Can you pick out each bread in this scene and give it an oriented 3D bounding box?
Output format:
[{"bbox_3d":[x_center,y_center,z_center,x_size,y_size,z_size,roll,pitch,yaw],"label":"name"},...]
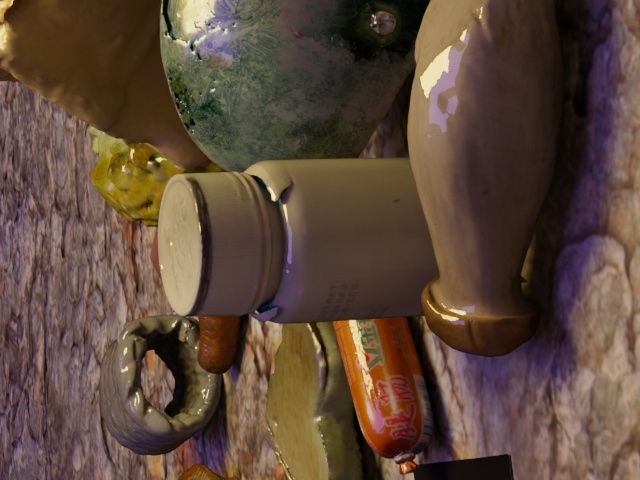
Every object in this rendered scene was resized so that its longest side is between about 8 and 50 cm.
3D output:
[{"bbox_3d":[-0.184,-0.311,1.943,0.371,0.279,0.390,-56,32,12],"label":"bread"},{"bbox_3d":[-0.003,0.180,1.985,0.172,0.064,0.232,155,111,-65],"label":"bread"}]

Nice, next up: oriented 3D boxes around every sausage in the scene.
[{"bbox_3d":[0.054,0.105,1.834,0.071,0.071,0.234,123,137,-54],"label":"sausage"}]

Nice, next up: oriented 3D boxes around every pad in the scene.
[{"bbox_3d":[0.130,0.257,1.764,0.190,0.004,0.127,159,106,-65],"label":"pad"}]

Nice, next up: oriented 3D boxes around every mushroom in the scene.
[{"bbox_3d":[0.130,-0.076,1.578,0.128,0.128,0.350,-142,48,-60],"label":"mushroom"}]

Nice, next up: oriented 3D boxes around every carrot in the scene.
[{"bbox_3d":[-0.112,0.067,2.230,0.060,0.060,0.186,-134,44,-57],"label":"carrot"}]

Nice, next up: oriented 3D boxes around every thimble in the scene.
[{"bbox_3d":[-0.188,0.168,2.329,0.118,0.127,0.151,-39,60,60],"label":"thimble"}]

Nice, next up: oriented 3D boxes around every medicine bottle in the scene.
[{"bbox_3d":[0.000,0.000,1.708,0.143,0.258,0.143,177,90,-67],"label":"medicine bottle"}]

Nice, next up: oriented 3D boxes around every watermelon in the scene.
[{"bbox_3d":[-0.016,-0.196,1.732,0.175,0.188,0.322,20,98,53],"label":"watermelon"}]

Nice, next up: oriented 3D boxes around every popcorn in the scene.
[{"bbox_3d":[-0.163,-0.120,2.160,0.212,0.198,0.198,92,159,-44],"label":"popcorn"}]

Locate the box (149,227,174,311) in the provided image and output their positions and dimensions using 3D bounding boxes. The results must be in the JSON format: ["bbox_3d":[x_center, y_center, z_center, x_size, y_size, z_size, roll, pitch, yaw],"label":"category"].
[{"bbox_3d":[-0.146,-0.005,2.296,0.111,0.060,0.156,-120,38,-46],"label":"box"}]

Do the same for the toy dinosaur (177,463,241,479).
[{"bbox_3d":[-0.157,0.360,2.330,0.393,0.092,0.206,178,89,-68],"label":"toy dinosaur"}]
